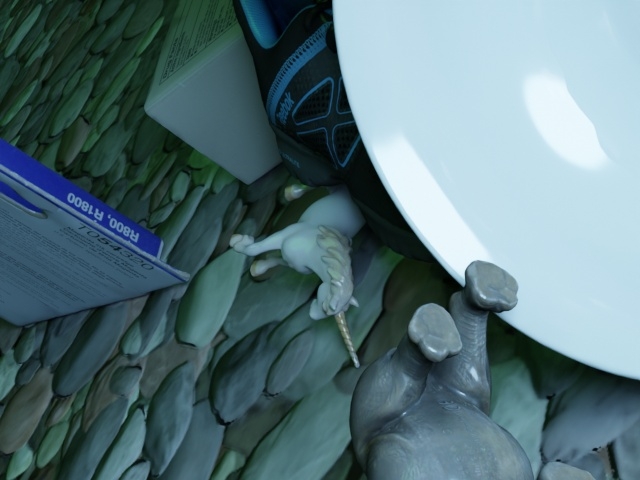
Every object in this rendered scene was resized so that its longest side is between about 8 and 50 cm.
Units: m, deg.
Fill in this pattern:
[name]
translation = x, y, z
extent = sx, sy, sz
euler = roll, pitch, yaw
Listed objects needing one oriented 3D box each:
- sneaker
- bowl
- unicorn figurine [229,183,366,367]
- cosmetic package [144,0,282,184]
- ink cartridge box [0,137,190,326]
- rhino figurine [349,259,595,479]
[sneaker]
translation = 0.042, -0.085, 0.937
extent = 0.125, 0.140, 0.341
euler = -36, 27, -18
[bowl]
translation = 0.160, -0.097, 0.699
extent = 0.298, 0.298, 0.134
euler = -29, 1, 43
[unicorn figurine]
translation = 0.000, 0.000, 1.035
extent = 0.111, 0.060, 0.162
euler = -6, 47, 45
[cosmetic package]
translation = 0.017, -0.190, 1.186
extent = 0.309, 0.113, 0.160
euler = -33, 32, 39
[ink cartridge box]
translation = -0.301, -0.046, 1.312
extent = 0.330, 0.324, 0.071
euler = -16, 47, 53
[rhino figurine]
translation = 0.069, 0.133, 0.680
extent = 0.106, 0.073, 0.243
euler = 118, 147, -45
